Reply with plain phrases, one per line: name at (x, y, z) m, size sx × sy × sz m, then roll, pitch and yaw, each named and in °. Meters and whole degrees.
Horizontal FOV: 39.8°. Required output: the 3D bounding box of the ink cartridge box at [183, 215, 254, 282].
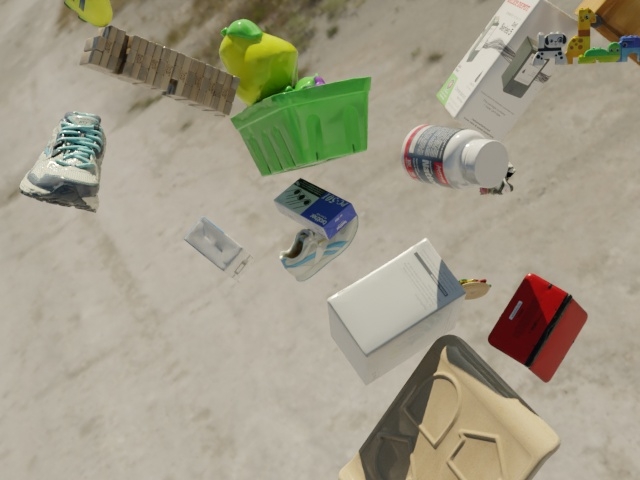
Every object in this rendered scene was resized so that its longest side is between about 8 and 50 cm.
ink cartridge box at (-0.194, 0.021, 1.741) m, size 0.060 × 0.104 × 0.180 m, roll -52°, pitch -9°, yaw -5°

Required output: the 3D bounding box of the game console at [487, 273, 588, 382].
game console at (0.372, 0.150, 1.514) m, size 0.124 × 0.085 × 0.144 m, roll 31°, pitch 83°, yaw 18°

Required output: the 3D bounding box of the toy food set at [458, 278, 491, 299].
toy food set at (0.328, 0.105, 1.915) m, size 0.083 × 0.083 × 0.020 m, roll 108°, pitch 160°, yaw -60°

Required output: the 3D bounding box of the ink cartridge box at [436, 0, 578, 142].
ink cartridge box at (0.364, -0.343, 1.729) m, size 0.273 × 0.114 × 0.198 m, roll -55°, pitch 15°, yaw 16°

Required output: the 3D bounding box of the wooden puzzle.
wooden puzzle at (0.217, 0.381, 1.516) m, size 0.348 × 0.080 × 0.322 m, roll -53°, pitch 38°, yaw 9°

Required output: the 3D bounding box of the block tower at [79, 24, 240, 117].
block tower at (-0.332, -0.359, 1.895) m, size 0.097 × 0.335 × 0.091 m, roll 15°, pitch 89°, yaw 58°

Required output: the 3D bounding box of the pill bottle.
pill bottle at (0.236, -0.143, 1.548) m, size 0.108 × 0.108 × 0.180 m, roll -50°, pitch 33°, yaw -15°

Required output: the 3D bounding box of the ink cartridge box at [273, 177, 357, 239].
ink cartridge box at (-0.015, -0.080, 2.159) m, size 0.097 × 0.046 × 0.207 m, roll -41°, pitch 42°, yaw -17°

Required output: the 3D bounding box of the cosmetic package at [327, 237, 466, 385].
cosmetic package at (0.142, 0.143, 1.694) m, size 0.224 × 0.224 × 0.138 m, roll -30°, pitch 69°, yaw -9°

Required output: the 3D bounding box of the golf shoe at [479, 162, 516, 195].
golf shoe at (0.436, -0.175, 2.173) m, size 0.085 × 0.067 × 0.186 m, roll 3°, pitch 46°, yaw 9°

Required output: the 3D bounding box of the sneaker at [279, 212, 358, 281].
sneaker at (0.000, 0.000, 2.218) m, size 0.228 × 0.092 × 0.087 m, roll -44°, pitch 34°, yaw 1°

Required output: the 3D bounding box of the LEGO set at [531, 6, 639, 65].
LEGO set at (0.465, -0.341, 1.467) m, size 0.227 × 0.093 × 0.087 m, roll -1°, pitch 10°, yaw 10°

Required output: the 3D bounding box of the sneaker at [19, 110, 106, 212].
sneaker at (-0.365, -0.126, 1.285) m, size 0.283 × 0.110 × 0.122 m, roll -129°, pitch 56°, yaw -67°

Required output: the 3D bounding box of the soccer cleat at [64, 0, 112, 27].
soccer cleat at (-0.480, -0.569, 1.755) m, size 0.121 × 0.289 × 0.093 m, roll -18°, pitch 10°, yaw 30°

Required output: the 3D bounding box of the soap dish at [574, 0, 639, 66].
soap dish at (0.614, -0.421, 1.514) m, size 0.291 × 0.229 × 0.118 m, roll -50°, pitch 1°, yaw 39°

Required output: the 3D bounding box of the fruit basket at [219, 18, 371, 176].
fruit basket at (-0.076, -0.349, 2.082) m, size 0.282 × 0.392 × 0.392 m, roll -15°, pitch 17°, yaw -23°
